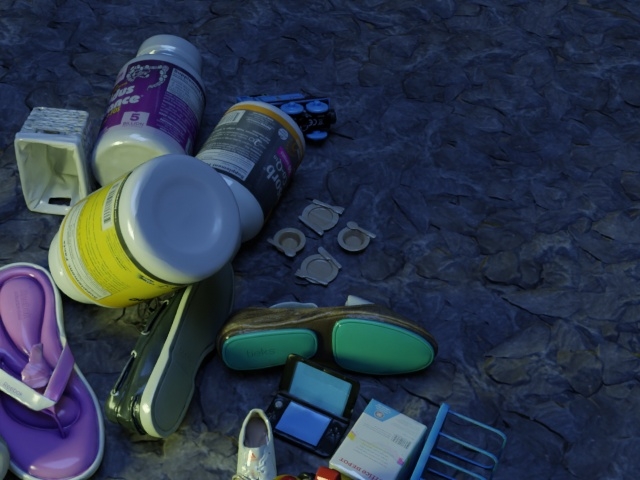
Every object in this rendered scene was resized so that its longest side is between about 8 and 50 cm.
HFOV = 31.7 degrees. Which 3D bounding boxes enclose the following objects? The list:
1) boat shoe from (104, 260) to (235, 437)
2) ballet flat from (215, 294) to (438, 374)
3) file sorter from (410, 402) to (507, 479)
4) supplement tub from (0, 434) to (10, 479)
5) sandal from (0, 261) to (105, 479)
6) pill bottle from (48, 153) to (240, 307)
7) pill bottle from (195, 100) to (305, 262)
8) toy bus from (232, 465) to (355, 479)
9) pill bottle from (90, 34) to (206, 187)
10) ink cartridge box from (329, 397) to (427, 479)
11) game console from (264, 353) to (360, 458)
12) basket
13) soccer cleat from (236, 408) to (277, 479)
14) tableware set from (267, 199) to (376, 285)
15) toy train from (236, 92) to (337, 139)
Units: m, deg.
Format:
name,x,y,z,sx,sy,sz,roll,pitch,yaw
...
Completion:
name,x,y,z,sx,sy,sz,roll,pitch,yaw
boat shoe,-0.231,0.152,1.725,0.113,0.127,0.340,-2,49,25
ballet flat,0.008,0.140,1.760,0.342,0.116,0.124,-2,32,-1
file sorter,0.180,0.341,1.575,0.104,0.118,0.170,21,52,12
supplement tub,-0.527,0.272,1.599,0.117,0.117,0.190,-28,44,-23
sandal,-0.442,0.185,1.697,0.169,0.102,0.416,-17,52,-15
pill bottle,-0.280,-0.001,1.705,0.188,0.334,0.188,10,72,-34
pill bottle,-0.147,-0.095,1.907,0.162,0.162,0.278,18,52,13
toy bus,0.013,0.359,1.502,0.104,0.191,0.202,-32,94,-46
pill bottle,-0.295,-0.224,2.006,0.169,0.169,0.301,5,49,3
ink cartridge box,0.076,0.319,1.607,0.092,0.090,0.143,26,55,20
game console,-0.017,0.246,1.679,0.122,0.071,0.107,21,52,16
basket,-0.446,-0.137,1.933,0.113,0.167,0.103,6,45,4
soccer cleat,-0.090,0.332,1.599,0.068,0.076,0.196,-4,50,-5
tableware set,0.000,0.000,1.923,0.141,0.020,0.168,34,56,24
toy train,-0.064,-0.227,2.069,0.184,0.080,0.105,-9,32,-20
